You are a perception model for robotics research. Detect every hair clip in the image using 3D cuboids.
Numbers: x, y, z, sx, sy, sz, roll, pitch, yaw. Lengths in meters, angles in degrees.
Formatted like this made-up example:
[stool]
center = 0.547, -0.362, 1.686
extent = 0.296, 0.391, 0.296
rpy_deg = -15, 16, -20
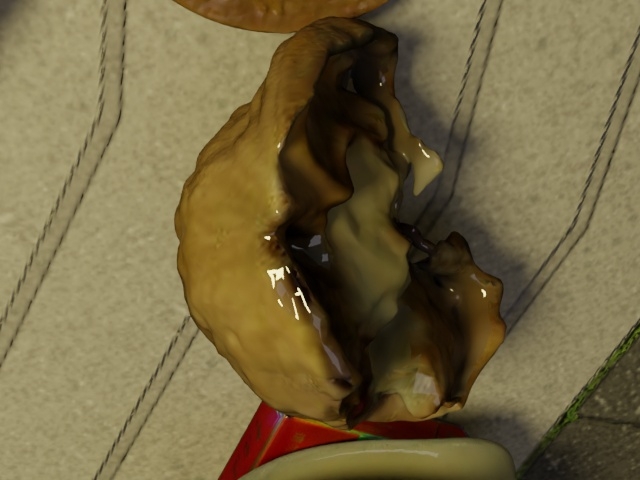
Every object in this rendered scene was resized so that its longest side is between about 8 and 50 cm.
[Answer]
[hair clip]
center = 0.019, 0.222, 0.579
extent = 0.282, 0.113, 0.172
rpy_deg = -18, 108, -5

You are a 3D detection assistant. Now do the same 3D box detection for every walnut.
[walnut]
center = -0.002, 0.010, 0.470
extent = 0.141, 0.204, 0.238
rpy_deg = -9, 120, 30

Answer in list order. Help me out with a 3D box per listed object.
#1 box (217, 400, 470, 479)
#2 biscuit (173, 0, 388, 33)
[box]
center = 0.023, 0.179, 0.653
extent = 0.175, 0.048, 0.112
rpy_deg = 18, 114, -23
[biscuit]
center = -0.028, -0.178, 0.439
extent = 0.221, 0.029, 0.142
rpy_deg = 6, 118, -18
